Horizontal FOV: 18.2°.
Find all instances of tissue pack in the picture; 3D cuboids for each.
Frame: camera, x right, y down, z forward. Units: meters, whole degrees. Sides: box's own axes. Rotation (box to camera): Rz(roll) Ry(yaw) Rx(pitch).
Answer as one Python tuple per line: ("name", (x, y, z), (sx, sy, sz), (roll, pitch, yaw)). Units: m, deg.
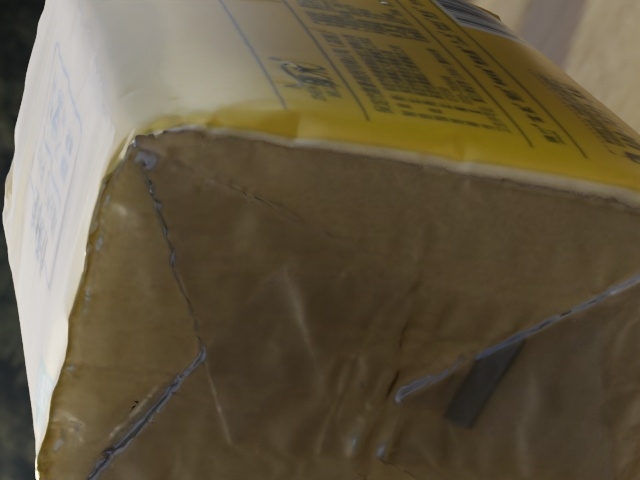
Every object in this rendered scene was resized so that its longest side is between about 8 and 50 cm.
("tissue pack", (0.000, 0.000, 1.012), (0.382, 0.293, 0.228), (-121, 43, -68))
